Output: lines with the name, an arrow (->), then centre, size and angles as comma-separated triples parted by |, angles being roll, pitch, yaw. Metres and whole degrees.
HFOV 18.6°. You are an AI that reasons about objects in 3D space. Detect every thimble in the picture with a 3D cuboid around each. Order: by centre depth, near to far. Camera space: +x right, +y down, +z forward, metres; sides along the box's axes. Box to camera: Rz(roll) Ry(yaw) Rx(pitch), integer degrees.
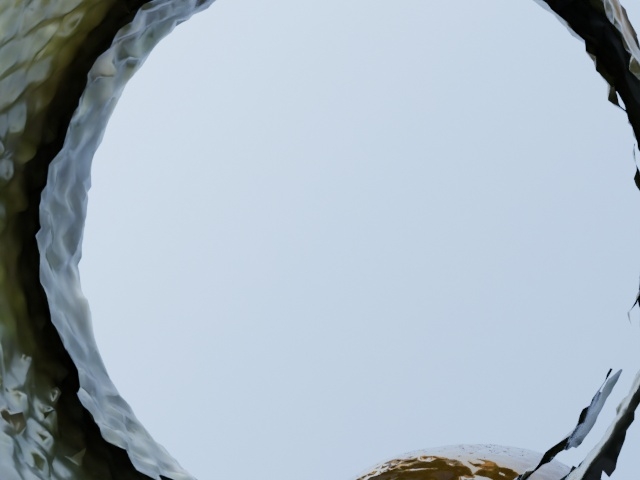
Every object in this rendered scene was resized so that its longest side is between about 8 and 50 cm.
thimble -> 0.000, 0.000, 0.709 | 0.271, 0.271, 0.150 | -54, 168, 6

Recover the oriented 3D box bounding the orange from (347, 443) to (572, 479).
orange -> 0.067, 0.225, 0.984 | 0.264, 0.264, 0.264 | -34, -141, 33
